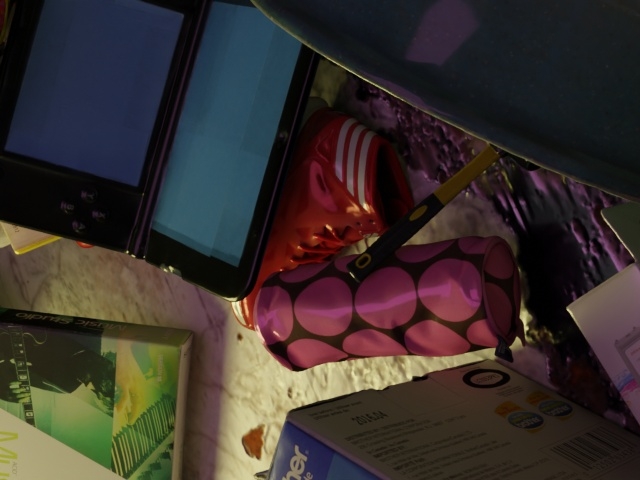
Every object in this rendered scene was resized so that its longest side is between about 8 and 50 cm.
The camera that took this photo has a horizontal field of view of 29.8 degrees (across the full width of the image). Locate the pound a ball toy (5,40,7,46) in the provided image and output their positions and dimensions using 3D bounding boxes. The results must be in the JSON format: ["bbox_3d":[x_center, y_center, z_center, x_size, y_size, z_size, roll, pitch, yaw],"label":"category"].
[{"bbox_3d":[-0.370,-0.136,1.239,0.136,0.208,0.319,17,108,38],"label":"pound a ball toy"}]

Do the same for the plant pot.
[{"bbox_3d":[0.175,-0.234,0.699,0.341,0.341,0.334,37,112,30],"label":"plant pot"}]

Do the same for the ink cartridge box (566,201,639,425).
[{"bbox_3d":[0.246,0.070,0.811,0.067,0.115,0.198,-41,70,38],"label":"ink cartridge box"}]

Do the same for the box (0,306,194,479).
[{"bbox_3d":[-0.297,0.187,1.226,0.322,0.058,0.232,6,105,3],"label":"box"}]

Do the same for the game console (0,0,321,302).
[{"bbox_3d":[-0.152,-0.124,1.034,0.173,0.250,0.293,-147,73,-77],"label":"game console"}]

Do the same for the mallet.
[{"bbox_3d":[0.091,-0.043,0.922,0.190,0.039,0.062,-34,66,7],"label":"mallet"}]

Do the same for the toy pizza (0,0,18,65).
[{"bbox_3d":[-0.301,-0.173,1.093,0.032,0.201,0.201,15,114,-8],"label":"toy pizza"}]

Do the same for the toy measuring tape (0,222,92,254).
[{"bbox_3d":[-0.287,-0.031,1.204,0.330,0.121,0.121,-21,83,10],"label":"toy measuring tape"}]

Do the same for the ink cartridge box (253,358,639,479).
[{"bbox_3d":[0.136,0.214,0.828,0.395,0.270,0.151,29,110,34],"label":"ink cartridge box"}]

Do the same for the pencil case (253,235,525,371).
[{"bbox_3d":[0.056,0.058,0.963,0.209,0.098,0.095,-7,53,27],"label":"pencil case"}]

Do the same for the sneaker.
[{"bbox_3d":[0.000,0.000,1.029,0.128,0.087,0.221,30,117,34],"label":"sneaker"}]
